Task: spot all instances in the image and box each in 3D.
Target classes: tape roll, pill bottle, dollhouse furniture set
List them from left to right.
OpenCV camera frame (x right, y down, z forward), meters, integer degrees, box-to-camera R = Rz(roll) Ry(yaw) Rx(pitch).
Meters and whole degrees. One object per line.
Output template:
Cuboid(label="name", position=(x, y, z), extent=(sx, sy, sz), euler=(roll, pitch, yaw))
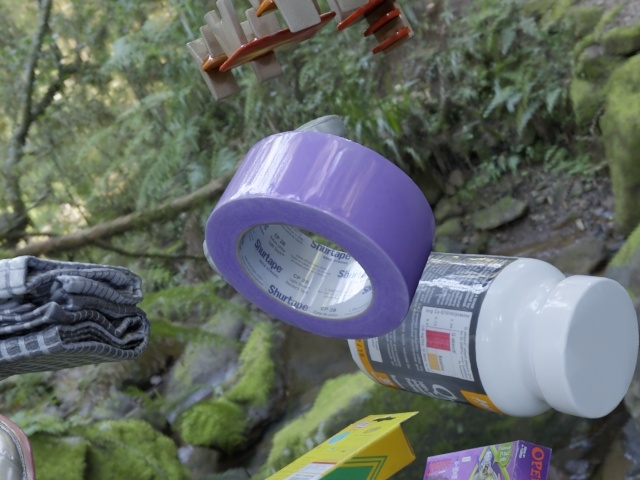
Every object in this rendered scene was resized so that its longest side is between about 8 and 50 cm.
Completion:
Cuboid(label="dollhouse furniture set", position=(-0.014, -0.277, 1.082), extent=(0.259, 0.135, 0.262), euler=(-29, 4, -29))
Cuboid(label="tape roll", position=(0.000, 0.000, 0.728), extent=(0.189, 0.189, 0.080), euler=(-9, 41, 40))
Cuboid(label="pill bottle", position=(0.171, 0.095, 0.871), extent=(0.162, 0.162, 0.278), euler=(-41, 27, -31))

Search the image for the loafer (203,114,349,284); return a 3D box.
Cuboid(label="loafer", position=(-0.049, -0.040, 1.123), extent=(0.112, 0.111, 0.319), euler=(-24, -19, -44))

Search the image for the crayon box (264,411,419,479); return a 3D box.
Cuboid(label="crayon box", position=(0.041, 0.443, 1.622), extent=(0.318, 0.081, 0.202), euler=(-26, 0, -29))

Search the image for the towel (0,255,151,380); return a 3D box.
Cuboid(label="towel", position=(-0.332, 0.097, 0.882), extent=(0.235, 0.121, 0.283), euler=(-10, -6, 7))

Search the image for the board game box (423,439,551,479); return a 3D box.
Cuboid(label="board game box", position=(0.185, 0.370, 1.051), extent=(0.347, 0.056, 0.208), euler=(119, 163, -70))

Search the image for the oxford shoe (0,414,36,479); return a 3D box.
Cuboid(label="oxford shoe", position=(-0.431, 0.319, 1.043), extent=(0.130, 0.123, 0.348), euler=(7, 15, -42))
